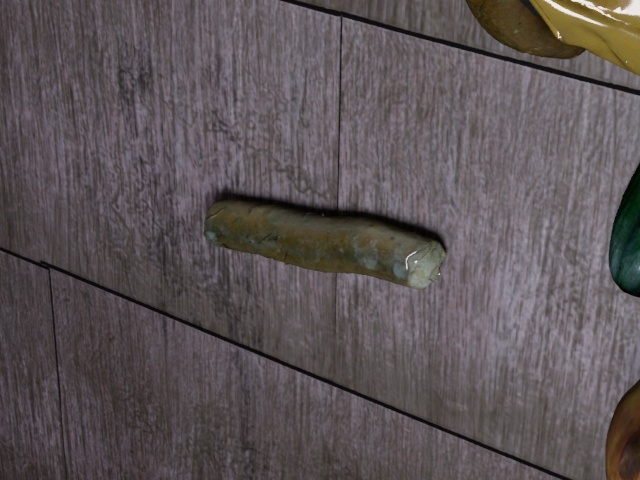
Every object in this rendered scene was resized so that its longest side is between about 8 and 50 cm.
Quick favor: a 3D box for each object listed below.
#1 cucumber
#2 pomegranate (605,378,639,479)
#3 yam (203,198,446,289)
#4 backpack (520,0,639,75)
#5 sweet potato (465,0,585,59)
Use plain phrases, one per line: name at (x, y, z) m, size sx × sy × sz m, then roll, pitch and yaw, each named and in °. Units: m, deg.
cucumber at (0.350, -0.029, 1.628) m, size 0.115 × 0.063 × 0.244 m, roll 34°, pitch 133°, yaw 19°
pomegranate at (0.407, 0.240, 1.600) m, size 0.281 × 0.281 × 0.281 m, roll 19°, pitch 125°, yaw 29°
yam at (0.000, 0.000, 1.911) m, size 0.317 × 0.067 × 0.071 m, roll 12°, pitch 134°, yaw 34°
backpack at (0.332, -0.308, 1.334) m, size 0.353 × 0.201 × 0.378 m, roll 27°, pitch 106°, yaw -7°
sweet potato at (0.179, -0.265, 1.535) m, size 0.112 × 0.085 × 0.286 m, roll -17°, pitch 140°, yaw 12°
